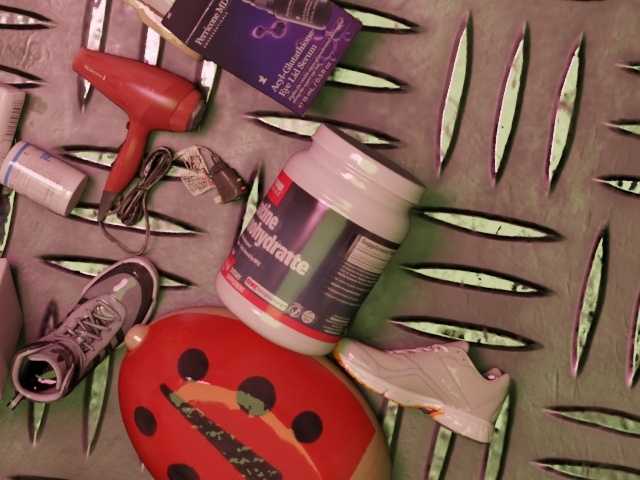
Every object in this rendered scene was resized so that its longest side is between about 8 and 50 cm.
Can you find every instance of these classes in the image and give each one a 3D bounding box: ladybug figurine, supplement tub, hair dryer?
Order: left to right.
[{"bbox_3d":[-0.390,-0.087,1.631,0.107,0.071,0.071,28,99,-1],"label":"supplement tub"},{"bbox_3d":[-0.255,-0.139,1.611,0.224,0.080,0.293,-25,95,7],"label":"hair dryer"},{"bbox_3d":[-0.099,0.277,1.611,0.449,0.162,0.305,38,100,-3],"label":"ladybug figurine"},{"bbox_3d":[0.000,0.000,1.557,0.191,0.191,0.272,32,99,-1],"label":"supplement tub"}]

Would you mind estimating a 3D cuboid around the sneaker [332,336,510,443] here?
[{"bbox_3d":[0.145,0.179,1.628,0.262,0.099,0.121,27,89,-11],"label":"sneaker"}]

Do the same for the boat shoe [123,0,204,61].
[{"bbox_3d":[-0.254,-0.373,1.569,0.302,0.113,0.103,36,97,-12],"label":"boat shoe"}]

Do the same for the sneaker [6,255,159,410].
[{"bbox_3d":[-0.332,0.138,1.616,0.101,0.153,0.268,44,98,-3],"label":"sneaker"}]

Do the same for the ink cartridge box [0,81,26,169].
[{"bbox_3d":[-0.544,-0.161,1.652,0.225,0.056,0.181,22,99,19],"label":"ink cartridge box"}]

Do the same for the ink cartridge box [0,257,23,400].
[{"bbox_3d":[-0.567,0.133,1.588,0.273,0.198,0.114,-6,123,-1],"label":"ink cartridge box"}]

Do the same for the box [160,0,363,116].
[{"bbox_3d":[-0.077,-0.284,1.521,0.207,0.108,0.153,27,101,-34],"label":"box"}]
